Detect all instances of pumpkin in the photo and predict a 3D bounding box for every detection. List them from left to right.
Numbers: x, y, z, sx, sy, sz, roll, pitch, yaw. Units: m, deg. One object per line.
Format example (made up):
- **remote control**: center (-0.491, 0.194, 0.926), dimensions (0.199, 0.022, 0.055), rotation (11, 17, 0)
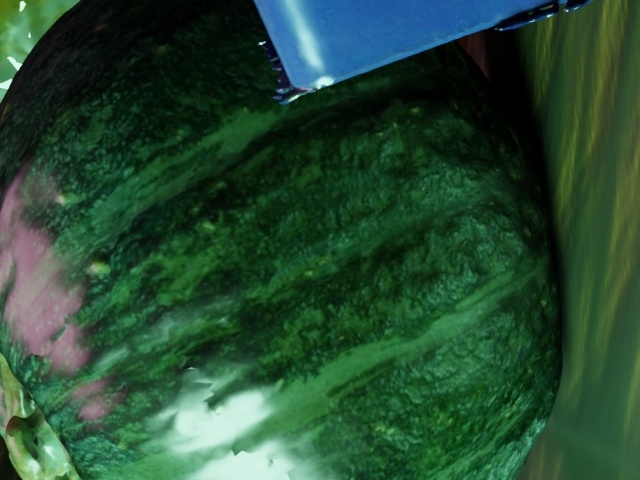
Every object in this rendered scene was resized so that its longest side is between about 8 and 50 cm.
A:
- **pumpkin**: center (-0.018, 0.009, 0.829), dimensions (0.293, 0.263, 0.197), rotation (66, 164, 9)

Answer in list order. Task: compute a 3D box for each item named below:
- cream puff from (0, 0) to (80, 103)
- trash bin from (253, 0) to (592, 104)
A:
- **cream puff**: center (-0.110, -0.195, 1.263), dimensions (0.275, 0.378, 0.378), rotation (-103, 5, -54)
- **trash bin**: center (0.012, -0.183, 0.641), dimensions (0.162, 0.184, 0.234), rotation (-109, -1, -72)
